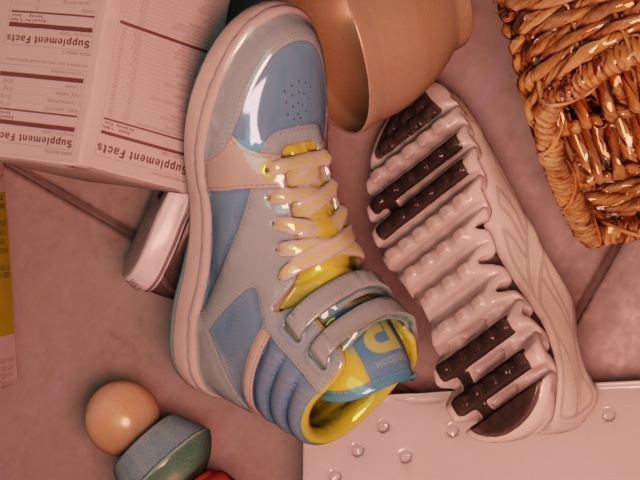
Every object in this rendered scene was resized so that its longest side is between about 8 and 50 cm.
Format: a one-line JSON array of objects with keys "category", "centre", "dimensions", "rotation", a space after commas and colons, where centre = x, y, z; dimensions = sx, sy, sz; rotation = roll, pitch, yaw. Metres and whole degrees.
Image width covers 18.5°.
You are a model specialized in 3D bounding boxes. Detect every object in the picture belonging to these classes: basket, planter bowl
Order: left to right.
[{"category": "planter bowl", "centre": [0.045, -0.172, 1.465], "dimensions": [0.109, 0.162, 0.162], "rotation": [-22, 89, -18]}, {"category": "basket", "centre": [0.289, -0.130, 1.385], "dimensions": [0.299, 0.213, 0.223], "rotation": [-16, 89, 10]}]

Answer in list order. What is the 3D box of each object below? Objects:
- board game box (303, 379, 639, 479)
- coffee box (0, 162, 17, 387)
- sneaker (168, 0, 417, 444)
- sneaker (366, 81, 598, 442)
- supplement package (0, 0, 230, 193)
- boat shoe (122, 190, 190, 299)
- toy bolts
[{"category": "board game box", "centre": [0.182, 0.298, 1.435], "dimensions": [0.390, 0.050, 0.390], "rotation": [-4, 68, 10]}, {"category": "coffee box", "centre": [-0.440, -0.032, 1.448], "dimensions": [0.337, 0.338, 0.334], "rotation": [-4, 91, 9]}, {"category": "sneaker", "centre": [0.000, 0.000, 1.421], "dimensions": [0.208, 0.127, 0.319], "rotation": [30, 124, 42]}, {"category": "sneaker", "centre": [0.122, 0.018, 1.472], "dimensions": [0.110, 0.118, 0.292], "rotation": [-33, 62, 34]}, {"category": "supplement package", "centre": [-0.162, -0.168, 1.463], "dimensions": [0.134, 0.139, 0.244], "rotation": [8, 86, 36]}, {"category": "boat shoe", "centre": [-0.073, -0.055, 1.523], "dimensions": [0.076, 0.080, 0.228], "rotation": [25, 92, -16]}, {"category": "toy bolts", "centre": [-0.174, 0.214, 1.499], "dimensions": [0.228, 0.218, 0.158], "rotation": [-42, 79, -9]}]
